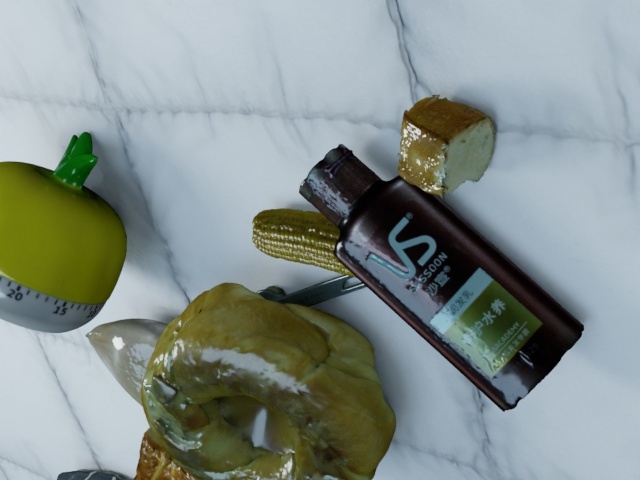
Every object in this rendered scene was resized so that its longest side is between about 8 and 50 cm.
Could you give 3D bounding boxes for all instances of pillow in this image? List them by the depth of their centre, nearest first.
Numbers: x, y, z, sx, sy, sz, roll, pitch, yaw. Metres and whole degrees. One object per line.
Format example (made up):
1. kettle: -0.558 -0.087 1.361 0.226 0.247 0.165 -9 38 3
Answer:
1. pillow: -0.451 0.554 2.036 0.335 0.092 0.161 -5 122 47

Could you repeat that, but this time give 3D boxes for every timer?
1. timer: -0.390 -0.032 1.396 0.285 0.285 0.285 25 136 27

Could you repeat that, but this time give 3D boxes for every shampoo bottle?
1. shampoo bottle: 0.118 0.028 1.037 0.323 0.084 0.129 44 98 7

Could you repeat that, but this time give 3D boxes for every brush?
1. brush: 0.003 0.065 1.251 0.266 0.027 0.062 -21 106 46

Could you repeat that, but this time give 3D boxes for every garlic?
1. garlic: -0.223 0.215 1.517 0.318 0.112 0.143 40 120 17

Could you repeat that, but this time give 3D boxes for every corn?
1. corn: 0.000 0.000 1.160 0.207 0.068 0.068 13 130 39

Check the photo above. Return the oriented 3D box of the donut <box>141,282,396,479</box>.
1. donut: -0.077 0.216 1.309 0.360 0.170 0.360 14 130 17

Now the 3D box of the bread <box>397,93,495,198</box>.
1. bread: 0.121 -0.094 0.963 0.070 0.076 0.083 37 142 33

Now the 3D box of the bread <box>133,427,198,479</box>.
1. bread: -0.238 0.436 1.719 0.184 0.114 0.275 37 142 15
